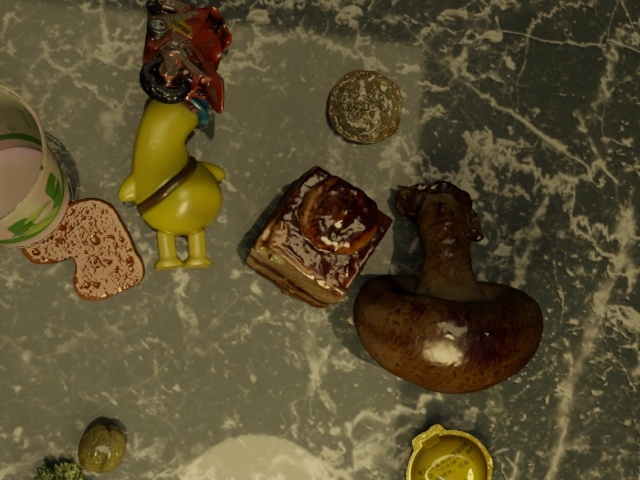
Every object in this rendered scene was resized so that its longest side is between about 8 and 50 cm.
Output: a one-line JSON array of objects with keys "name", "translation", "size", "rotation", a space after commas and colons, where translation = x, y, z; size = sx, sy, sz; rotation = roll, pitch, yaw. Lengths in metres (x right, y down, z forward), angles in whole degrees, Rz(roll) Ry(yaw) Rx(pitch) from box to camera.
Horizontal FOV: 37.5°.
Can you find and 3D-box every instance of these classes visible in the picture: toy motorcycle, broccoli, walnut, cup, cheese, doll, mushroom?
[{"name": "toy motorcycle", "translation": [-0.240, -0.346, 1.688], "size": [0.171, 0.089, 0.298], "rotation": [15, 45, -22]}, {"name": "broccoli", "translation": [-0.440, 0.448, 1.636], "size": [0.118, 0.204, 0.122], "rotation": [10, 77, -23]}, {"name": "walnut", "translation": [-0.395, 0.376, 1.705], "size": [0.092, 0.092, 0.092], "rotation": [0, 89, -9]}, {"name": "cup", "translation": [-0.552, -0.106, 1.579], "size": [0.253, 0.274, 0.253], "rotation": [0, 78, -1]}, {"name": "cheese", "translation": [0.266, 0.480, 1.814], "size": [0.177, 0.069, 0.270], "rotation": [-32, 97, -8]}, {"name": "doll", "translation": [-0.269, -0.129, 1.707], "size": [0.199, 0.145, 0.363], "rotation": [-4, 86, -23]}, {"name": "mushroom", "translation": [0.251, 0.098, 1.709], "size": [0.331, 0.334, 0.356], "rotation": [26, 95, -8]}]

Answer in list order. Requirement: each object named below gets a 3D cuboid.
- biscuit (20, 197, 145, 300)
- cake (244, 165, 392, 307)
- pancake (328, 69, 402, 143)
[{"name": "biscuit", "translation": [-0.436, 0.024, 1.728], "size": [0.186, 0.036, 0.192], "rotation": [-27, 92, -7]}, {"name": "cake", "translation": [0.000, 0.000, 1.673], "size": [0.196, 0.293, 0.199], "rotation": [36, 79, -6]}, {"name": "pancake", "translation": [0.088, -0.256, 1.826], "size": [0.151, 0.025, 0.152], "rotation": [0, 87, -10]}]
